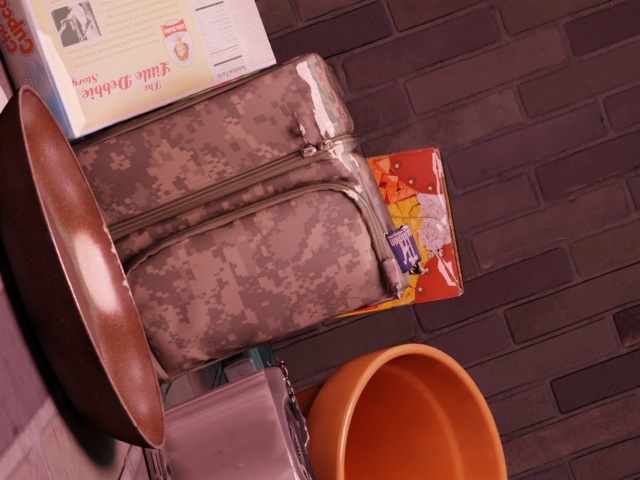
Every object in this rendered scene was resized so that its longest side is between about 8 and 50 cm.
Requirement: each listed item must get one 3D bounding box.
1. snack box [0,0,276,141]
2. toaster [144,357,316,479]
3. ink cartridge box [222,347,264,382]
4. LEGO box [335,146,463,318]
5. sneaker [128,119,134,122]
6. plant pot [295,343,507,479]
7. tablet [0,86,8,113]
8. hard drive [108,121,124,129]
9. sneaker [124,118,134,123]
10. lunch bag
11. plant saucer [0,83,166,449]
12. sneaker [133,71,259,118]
[{"bbox_3d":[-0.185,-0.221,1.630,0.322,0.060,0.187,-28,101,-51],"label":"snack box"},{"bbox_3d":[-0.075,0.221,1.531,0.129,0.146,0.227,71,0,-59],"label":"toaster"},{"bbox_3d":[-0.098,0.269,2.662,0.189,0.066,0.232,-109,175,-75],"label":"ink cartridge box"},{"bbox_3d":[0.000,0.000,2.266,0.500,0.372,0.193,-22,101,-84],"label":"LEGO box"},{"bbox_3d":[-0.213,-0.075,1.857,0.101,0.106,0.267,65,-19,-11],"label":"sneaker"},{"bbox_3d":[0.035,0.264,1.735,0.291,0.203,0.291,18,67,-49],"label":"plant pot"},{"bbox_3d":[-0.265,-0.092,1.436,0.054,0.006,0.083,-110,180,-58],"label":"tablet"},{"bbox_3d":[-0.237,-0.088,2.313,0.307,0.040,0.203,69,1,-62],"label":"hard drive"},{"bbox_3d":[-0.215,-0.144,2.100,0.122,0.110,0.283,44,14,-12],"label":"sneaker"},{"bbox_3d":[-0.080,-0.020,1.614,0.212,0.305,0.256,-97,166,-85],"label":"lunch bag"},{"bbox_3d":[-0.200,0.028,1.319,0.310,0.050,0.311,-19,90,-90],"label":"plant saucer"},{"bbox_3d":[-0.230,-0.218,1.828,0.483,0.202,0.185,31,55,-63],"label":"sneaker"}]
